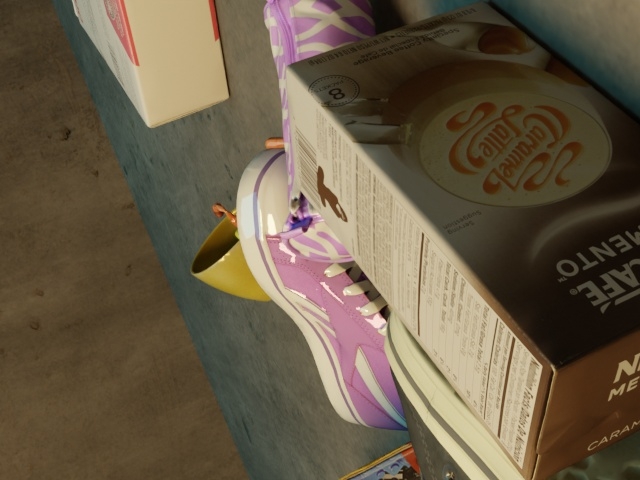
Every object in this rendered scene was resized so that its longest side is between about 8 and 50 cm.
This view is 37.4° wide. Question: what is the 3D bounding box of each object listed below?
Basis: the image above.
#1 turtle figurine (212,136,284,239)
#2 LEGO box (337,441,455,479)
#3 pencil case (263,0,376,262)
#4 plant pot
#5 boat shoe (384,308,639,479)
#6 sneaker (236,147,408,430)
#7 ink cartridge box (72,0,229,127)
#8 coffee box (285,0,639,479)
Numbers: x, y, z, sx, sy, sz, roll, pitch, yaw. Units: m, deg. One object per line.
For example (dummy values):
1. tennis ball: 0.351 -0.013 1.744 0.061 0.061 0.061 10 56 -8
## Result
1. turtle figurine: 0.000 0.000 0.923 0.217 0.087 0.269 59 148 -5
2. LEGO box: 0.114 0.405 0.831 0.372 0.193 0.500 61 169 21
3. pencil case: 0.003 -0.083 0.667 0.086 0.088 0.206 -33 54 46
4. plant pot: -0.082 0.021 1.182 0.095 0.134 0.134 43 171 -18
5. boat shoe: 0.176 0.192 0.471 0.500 0.187 0.156 -123 18 -50
6. sneaker: 0.053 0.043 0.753 0.161 0.102 0.282 3 133 43
7. ink cartridge box: -0.236 -0.313 1.204 0.283 0.117 0.207 53 158 40
8. coffee box: 0.099 -0.015 0.506 0.246 0.141 0.098 52 157 39
